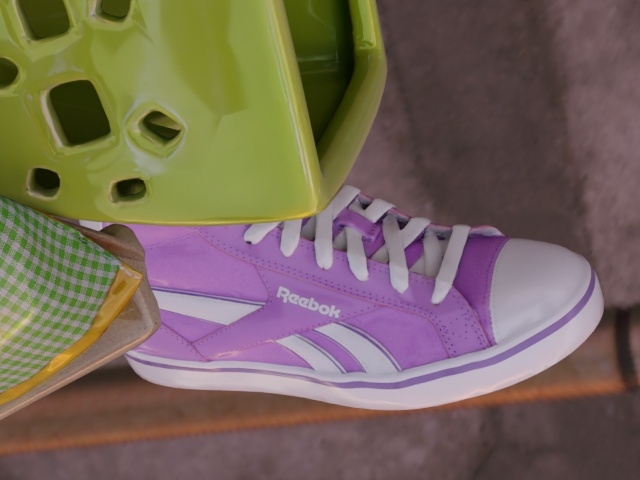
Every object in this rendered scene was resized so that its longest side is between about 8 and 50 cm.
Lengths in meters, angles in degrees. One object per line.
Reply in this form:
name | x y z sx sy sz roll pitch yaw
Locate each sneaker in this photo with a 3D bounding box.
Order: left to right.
sneaker | -0.001 0.001 0.976 0.282 0.102 0.161 -3 126 19

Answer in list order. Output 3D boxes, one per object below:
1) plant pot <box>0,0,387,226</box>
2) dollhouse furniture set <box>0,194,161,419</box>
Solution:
plant pot | -0.102 -0.131 0.768 0.207 0.227 0.228 -7 107 12
dollhouse furniture set | -0.210 0.105 0.712 0.302 0.197 0.151 -29 66 23
